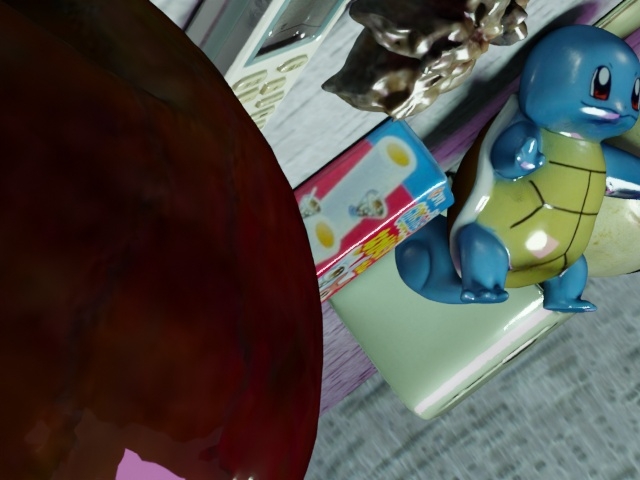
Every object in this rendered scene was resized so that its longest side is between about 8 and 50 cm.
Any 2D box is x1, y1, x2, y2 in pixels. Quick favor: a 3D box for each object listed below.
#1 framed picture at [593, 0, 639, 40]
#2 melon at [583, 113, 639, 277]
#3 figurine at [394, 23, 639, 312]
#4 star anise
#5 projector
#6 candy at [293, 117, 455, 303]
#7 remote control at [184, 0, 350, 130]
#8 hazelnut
[{"bbox_3d":[0.383,-0.275,1.850,0.231,0.010,0.173,-39,168,10],"label":"framed picture"},{"bbox_3d":[0.372,-0.080,1.918,0.268,0.268,0.330,-26,177,-42],"label":"melon"},{"bbox_3d":[0.254,-0.042,1.710,0.298,0.243,0.416,12,127,-35],"label":"figurine"},{"bbox_3d":[0.109,-0.181,1.114,0.223,0.109,0.236,-42,171,-28],"label":"star anise"},{"bbox_3d":[0.184,0.078,2.051,0.249,0.248,0.248,-39,168,12],"label":"projector"},{"bbox_3d":[0.001,0.001,1.609,0.306,0.100,0.157,-38,167,2],"label":"candy"},{"bbox_3d":[-0.053,-0.133,1.052,0.103,0.055,0.277,-27,165,-40],"label":"remote control"},{"bbox_3d":[-0.216,0.051,0.615,0.429,0.402,0.402,-37,168,7],"label":"hazelnut"}]
